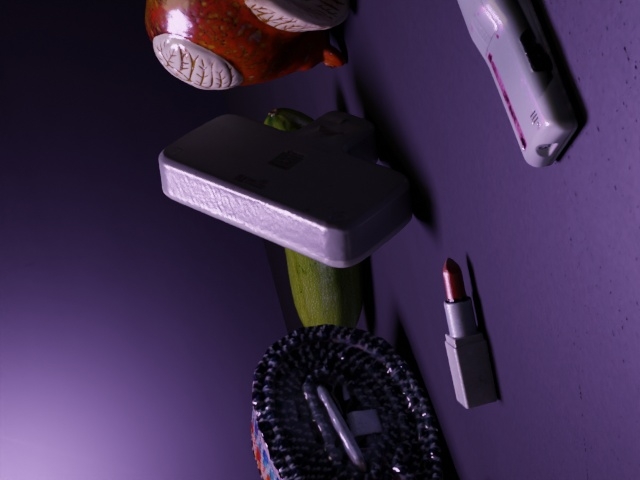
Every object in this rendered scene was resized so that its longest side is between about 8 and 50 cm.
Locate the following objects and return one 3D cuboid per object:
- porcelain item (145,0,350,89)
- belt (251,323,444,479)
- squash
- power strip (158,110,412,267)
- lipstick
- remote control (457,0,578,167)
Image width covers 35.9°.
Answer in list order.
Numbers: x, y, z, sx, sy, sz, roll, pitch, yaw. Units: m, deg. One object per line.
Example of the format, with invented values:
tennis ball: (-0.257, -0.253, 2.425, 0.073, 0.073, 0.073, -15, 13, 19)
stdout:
porcelain item: (-0.065, -0.264, 1.096, 0.253, 0.252, 0.253, 166, 90, -82)
belt: (0.035, 0.253, 1.165, 0.295, 0.206, 0.160, 56, 159, 26)
squash: (0.000, 0.000, 1.296, 0.107, 0.107, 0.395, -115, 12, -54)
power strip: (-0.018, -0.072, 1.034, 0.265, 0.193, 0.059, 22, 133, 33)
lipstick: (0.122, 0.077, 0.849, 0.030, 0.030, 0.129, -143, 39, -78)
remote control: (0.109, -0.127, 0.599, 0.065, 0.029, 0.166, 102, 152, -71)
